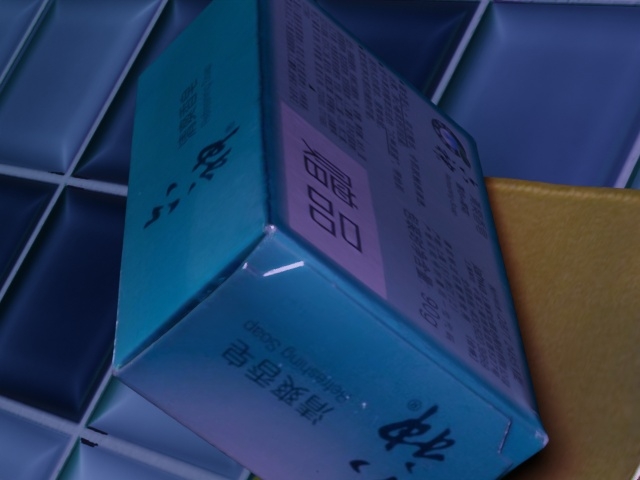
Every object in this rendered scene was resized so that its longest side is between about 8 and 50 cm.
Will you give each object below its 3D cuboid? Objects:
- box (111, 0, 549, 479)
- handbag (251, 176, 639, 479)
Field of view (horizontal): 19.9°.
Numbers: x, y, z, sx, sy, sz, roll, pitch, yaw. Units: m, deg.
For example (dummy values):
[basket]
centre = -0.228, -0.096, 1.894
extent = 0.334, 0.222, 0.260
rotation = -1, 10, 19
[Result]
[box]
centre = 0.000, 0.000, 0.778
extent = 0.092, 0.153, 0.245
rotation = -43, 24, 21
[handbag]
centre = 0.045, 0.162, 0.806
extent = 0.283, 0.133, 0.401
rotation = 18, 74, 56
